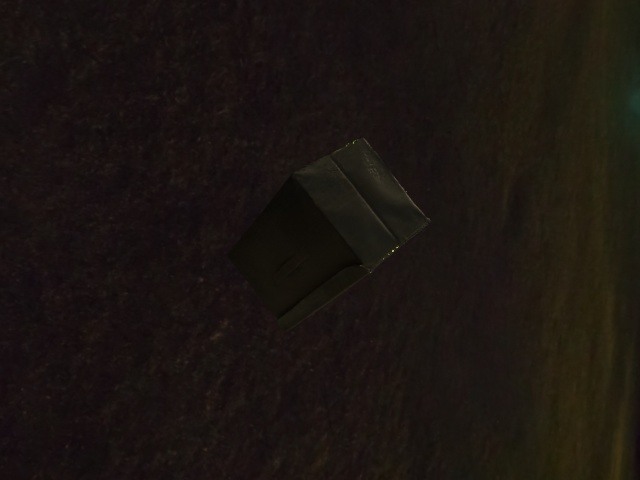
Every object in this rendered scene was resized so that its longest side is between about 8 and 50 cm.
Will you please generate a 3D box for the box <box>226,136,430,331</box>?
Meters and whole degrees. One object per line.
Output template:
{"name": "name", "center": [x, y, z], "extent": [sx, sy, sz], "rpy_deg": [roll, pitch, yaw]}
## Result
{"name": "box", "center": [0.000, 0.000, 0.717], "extent": [0.155, 0.231, 0.149], "rpy_deg": [-35, 85, -39]}
